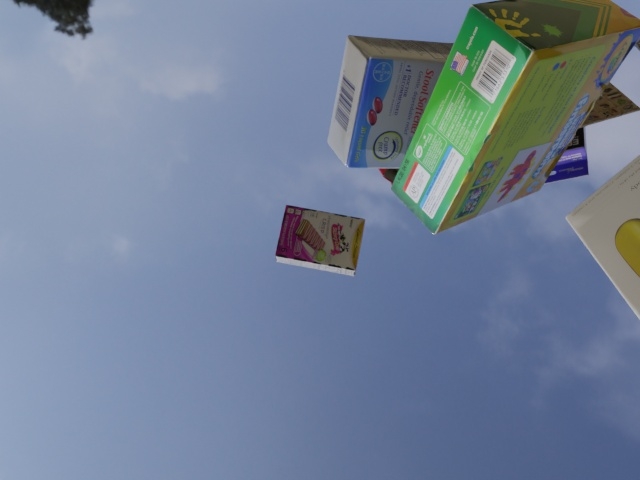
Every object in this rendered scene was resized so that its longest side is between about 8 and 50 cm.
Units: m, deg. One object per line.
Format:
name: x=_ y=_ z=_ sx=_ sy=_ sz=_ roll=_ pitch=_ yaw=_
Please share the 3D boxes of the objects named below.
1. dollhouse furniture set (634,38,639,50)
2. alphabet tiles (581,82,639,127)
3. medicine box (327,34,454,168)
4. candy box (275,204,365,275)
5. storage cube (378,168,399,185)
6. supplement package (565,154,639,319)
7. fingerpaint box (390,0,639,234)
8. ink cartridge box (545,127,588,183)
dollhouse furniture set: x=0.836 y=-0.449 z=1.531 sx=0.123 sy=0.151 sz=0.144 roll=-44 pitch=-175 yaw=16
alphabet tiles: x=0.605 y=-0.315 z=1.578 sx=0.237 sy=0.009 sz=0.198 roll=-16 pitch=-148 yaw=9
medicine box: x=0.190 y=-0.313 z=1.516 sx=0.289 sy=0.263 sz=0.149 roll=-2 pitch=-146 yaw=-20
candy box: x=0.000 y=0.000 z=1.875 sx=0.233 sy=0.071 sz=0.159 roll=10 pitch=-106 yaw=3
storage cube: x=0.273 y=-0.274 z=2.015 sx=0.215 sy=0.184 sz=0.193 roll=-47 pitch=-142 yaw=19
supplement package: x=0.495 y=0.021 z=0.848 sx=0.199 sy=0.198 sz=0.262 roll=-45 pitch=-158 yaw=22
fingerpaint box: x=0.386 y=-0.263 z=1.341 sx=0.371 sy=0.444 sz=0.163 roll=-21 pitch=-123 yaw=-33
ink cartridge box: x=0.551 y=-0.230 z=1.631 sx=0.206 sy=0.045 sz=0.208 roll=-12 pitch=-129 yaw=31
